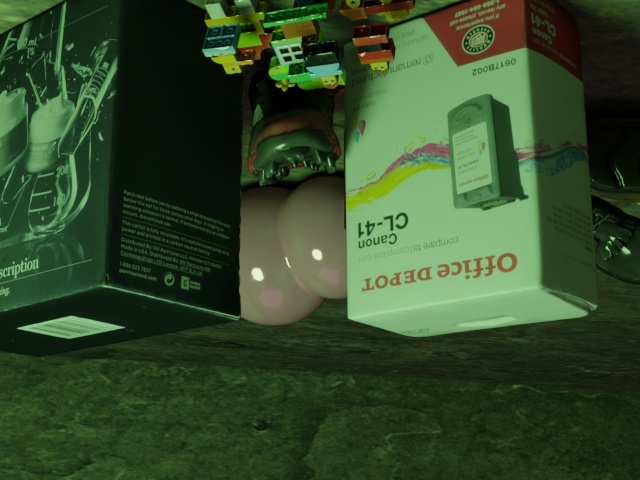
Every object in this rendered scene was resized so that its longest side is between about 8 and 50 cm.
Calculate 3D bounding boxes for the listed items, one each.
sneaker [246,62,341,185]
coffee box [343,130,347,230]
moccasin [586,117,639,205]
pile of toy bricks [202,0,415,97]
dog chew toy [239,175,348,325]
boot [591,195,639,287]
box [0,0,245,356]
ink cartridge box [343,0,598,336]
[{"bbox_3d":[-0.032,-0.130,1.165,0.098,0.135,0.276,-9,-174,3],"label":"sneaker"},{"bbox_3d":[0.155,-0.084,1.367,0.246,0.141,0.098,-12,159,35],"label":"coffee box"},{"bbox_3d":[0.492,-0.083,1.370,0.380,0.139,0.147,0,-174,3],"label":"moccasin"},{"bbox_3d":[-0.008,-0.180,1.061,0.212,0.118,0.105,-4,144,18],"label":"pile of toy bricks"},{"bbox_3d":[0.000,0.000,1.582,0.332,0.206,0.206,-18,157,26],"label":"dog chew toy"},{"bbox_3d":[0.322,-0.037,1.437,0.263,0.091,0.229,37,-170,33],"label":"boot"},{"bbox_3d":[-0.259,-0.059,1.165,0.343,0.312,0.179,-14,158,39],"label":"box"},{"bbox_3d":[0.145,-0.072,1.116,0.226,0.306,0.131,-12,159,36],"label":"ink cartridge box"}]
